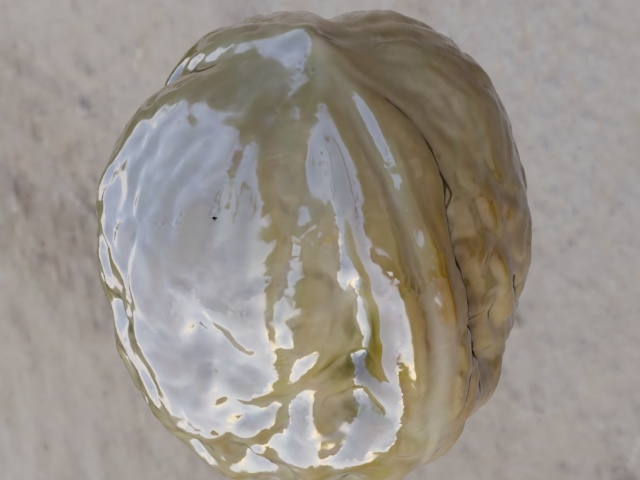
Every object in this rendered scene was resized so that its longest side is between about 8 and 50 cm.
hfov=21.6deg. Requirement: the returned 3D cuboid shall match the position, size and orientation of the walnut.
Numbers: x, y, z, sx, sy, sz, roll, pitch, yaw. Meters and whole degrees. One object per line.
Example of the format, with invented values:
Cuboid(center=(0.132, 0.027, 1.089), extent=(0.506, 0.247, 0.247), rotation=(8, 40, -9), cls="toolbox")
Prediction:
Cuboid(center=(0.000, 0.000, 0.581), extent=(0.155, 0.155, 0.184), rotation=(51, 158, 43), cls="walnut")
